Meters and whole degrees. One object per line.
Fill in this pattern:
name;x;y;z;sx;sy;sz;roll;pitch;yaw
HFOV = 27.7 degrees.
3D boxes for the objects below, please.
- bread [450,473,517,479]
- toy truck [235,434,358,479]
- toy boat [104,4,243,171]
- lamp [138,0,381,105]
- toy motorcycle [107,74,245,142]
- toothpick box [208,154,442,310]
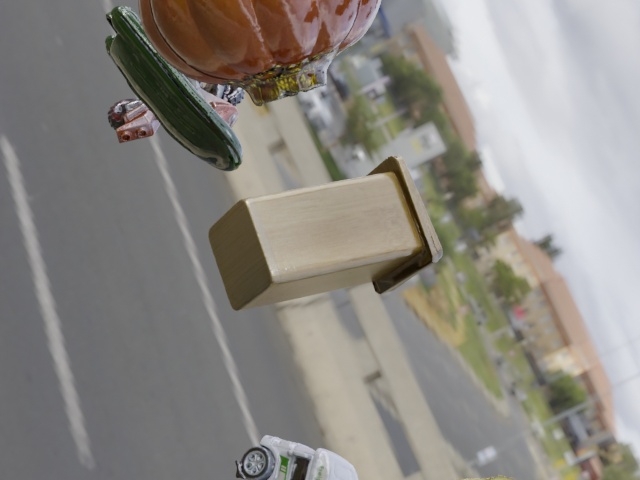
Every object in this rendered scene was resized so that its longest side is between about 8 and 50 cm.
bread;0.251;0.445;1.804;0.257;0.186;0.124;43;-26;-18
toy truck;-0.036;0.339;1.357;0.114;0.124;0.253;39;60;-54
toy boat;-0.156;-0.153;1.341;0.210;0.052;0.104;49;-22;3
lamp;-0.052;-0.222;1.152;0.223;0.223;0.196;-81;156;-83
toy motorcycle;-0.213;-0.192;1.958;0.084;0.212;0.118;82;-9;-46
toothpick box;0.000;0.000;2.065;0.187;0.308;0.190;-35;-109;55
